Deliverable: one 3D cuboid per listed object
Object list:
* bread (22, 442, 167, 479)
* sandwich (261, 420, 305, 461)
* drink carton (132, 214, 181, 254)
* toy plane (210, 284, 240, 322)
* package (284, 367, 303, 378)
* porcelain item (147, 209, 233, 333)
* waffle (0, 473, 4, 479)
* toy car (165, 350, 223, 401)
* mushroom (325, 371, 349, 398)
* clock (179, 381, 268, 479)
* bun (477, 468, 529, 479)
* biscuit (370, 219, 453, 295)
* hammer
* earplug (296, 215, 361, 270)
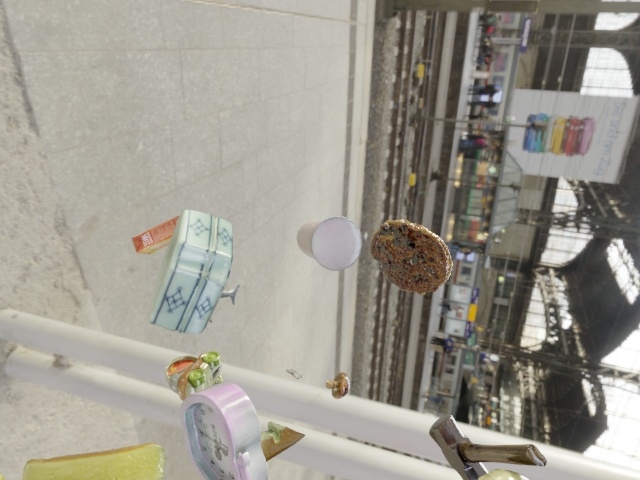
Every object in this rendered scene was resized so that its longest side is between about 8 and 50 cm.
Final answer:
[{"bbox_3d":[-0.565,0.678,1.264,0.245,0.362,0.233,95,-14,-62],"label":"bread"},{"bbox_3d":[-0.167,0.666,1.599,0.244,0.090,0.088,-14,92,-37],"label":"sandwich"},{"bbox_3d":[-0.614,-0.019,1.890,0.096,0.223,0.071,25,42,-76],"label":"drink carton"},{"bbox_3d":[-0.382,0.182,1.647,0.226,0.058,0.226,4,111,-42],"label":"toy plane"},{"bbox_3d":[-0.117,0.587,2.125,0.037,0.110,0.015,-8,99,-32],"label":"package"},{"bbox_3d":[-0.341,0.086,1.286,0.281,0.157,0.286,-61,-158,23],"label":"porcelain item"},{"bbox_3d":[-0.749,0.555,0.939,0.060,0.307,0.312,44,53,-64],"label":"waffle"},{"bbox_3d":[-0.519,0.538,1.918,0.235,0.235,0.145,-51,144,-59],"label":"toy car"},{"bbox_3d":[0.060,0.494,1.625,0.088,0.073,0.129,-57,158,5],"label":"mushroom"},{"bbox_3d":[-0.274,0.575,1.383,0.102,0.338,0.338,-16,117,-42],"label":"clock"},{"bbox_3d":[0.523,0.756,1.440,0.127,0.222,0.222,-93,-179,-56],"label":"bun"},{"bbox_3d":[0.353,0.061,1.886,0.081,0.334,0.289,-33,148,-50],"label":"biscuit"},{"bbox_3d":[0.541,0.686,1.550,0.095,0.242,0.409,-30,174,-30],"label":"hammer"},{"bbox_3d":[0.000,0.000,1.636,0.301,0.172,0.172,-169,-92,-69],"label":"earplug"}]
